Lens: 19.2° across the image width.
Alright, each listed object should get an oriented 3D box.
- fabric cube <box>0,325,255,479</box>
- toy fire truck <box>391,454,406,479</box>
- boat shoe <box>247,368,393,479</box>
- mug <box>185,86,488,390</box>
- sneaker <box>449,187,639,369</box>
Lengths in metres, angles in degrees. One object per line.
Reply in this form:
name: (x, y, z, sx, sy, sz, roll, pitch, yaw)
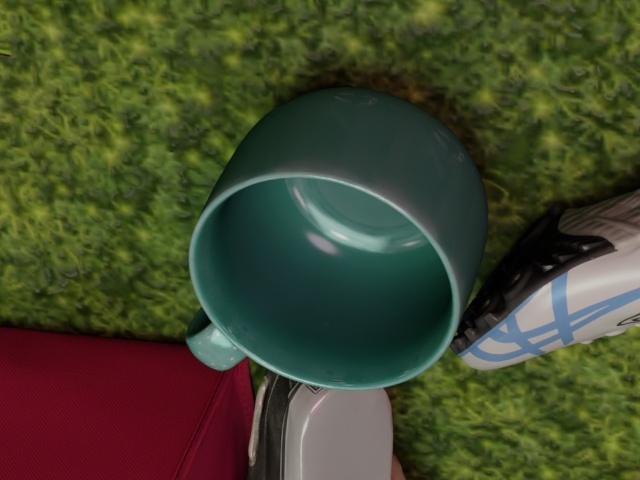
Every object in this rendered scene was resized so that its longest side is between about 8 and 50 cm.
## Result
fabric cube: (-0.181, 0.219, 1.049, 0.258, 0.254, 0.259, 4, 128, 15)
toy fire truck: (0.135, 0.207, 1.009, 0.246, 0.158, 0.217, 28, 133, -16)
boat shoe: (-0.005, 0.162, 1.029, 0.070, 0.078, 0.219, 29, 119, 53)
mug: (0.002, -0.007, 0.902, 0.158, 0.097, 0.129, -2, 127, 22)
sneaker: (0.155, 0.012, 0.868, 0.237, 0.085, 0.086, -31, 107, 38)
